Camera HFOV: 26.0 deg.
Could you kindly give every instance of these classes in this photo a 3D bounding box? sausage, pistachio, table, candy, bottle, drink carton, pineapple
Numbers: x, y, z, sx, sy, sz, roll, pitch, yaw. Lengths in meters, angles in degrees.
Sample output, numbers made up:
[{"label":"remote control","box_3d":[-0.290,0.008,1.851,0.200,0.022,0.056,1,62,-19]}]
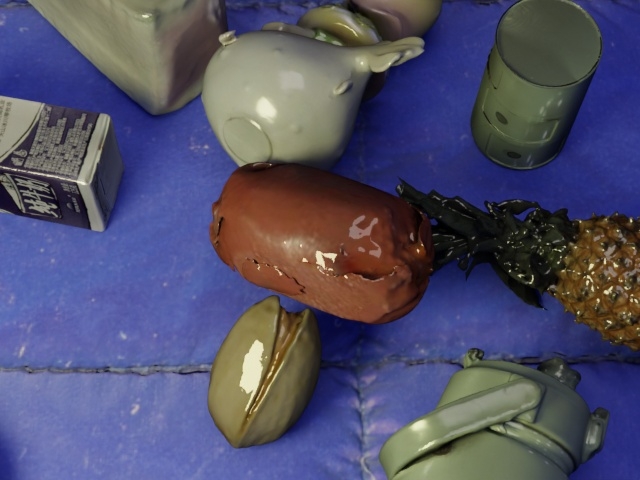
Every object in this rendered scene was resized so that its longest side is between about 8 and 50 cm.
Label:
[{"label":"sausage","box_3d":[0.000,0.000,1.549,0.280,0.152,0.152,18,66,31]},{"label":"pistachio","box_3d":[-0.062,0.149,1.572,0.124,0.185,0.124,16,24,-7]},{"label":"table","box_3d":[0.258,-0.186,1.678,0.126,0.220,0.126,1,67,-2]},{"label":"candy","box_3d":[-0.275,-0.348,1.753,0.359,0.208,0.145,42,66,17]},{"label":"bottle","box_3d":[0.166,0.272,1.484,0.229,0.229,0.351,20,67,8]},{"label":"drink carton","box_3d":[-0.362,-0.100,1.680,0.222,0.134,0.101,11,68,5]},{"label":"pineapple","box_3d":[0.252,0.015,1.626,0.365,0.165,0.165,17,67,9]}]

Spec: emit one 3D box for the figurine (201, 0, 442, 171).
[{"label":"figurine","box_3d":[0.045,-0.231,1.704,0.394,0.274,0.226,-46,117,-34]}]
